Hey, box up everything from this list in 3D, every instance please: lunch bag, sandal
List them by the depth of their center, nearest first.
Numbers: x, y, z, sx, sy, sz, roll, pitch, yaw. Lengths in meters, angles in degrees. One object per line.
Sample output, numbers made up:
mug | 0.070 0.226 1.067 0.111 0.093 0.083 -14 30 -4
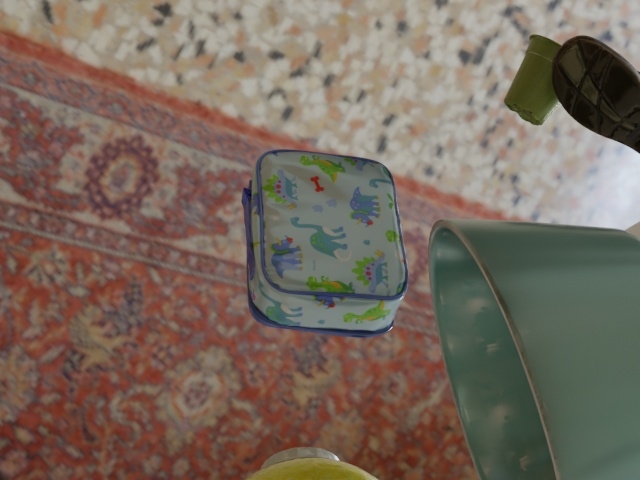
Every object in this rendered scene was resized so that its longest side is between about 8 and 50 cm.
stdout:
sandal | 0.340 -0.152 1.466 0.219 0.060 0.090 28 128 -16
lunch bag | 0.000 0.000 1.500 0.176 0.219 0.090 4 139 -12

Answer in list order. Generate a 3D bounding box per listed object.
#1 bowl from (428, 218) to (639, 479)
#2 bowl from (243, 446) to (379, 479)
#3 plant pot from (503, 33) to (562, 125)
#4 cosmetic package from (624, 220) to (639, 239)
bowl | 0.208 0.113 1.053 0.163 0.311 0.311 -15 124 -6
bowl | -0.019 0.370 1.790 0.289 0.156 0.289 -4 136 -3
plant pot | 0.246 -0.173 1.495 0.083 0.083 0.079 37 85 -44
cosmetic package | 0.438 0.075 1.710 0.197 0.365 0.155 -32 94 1
